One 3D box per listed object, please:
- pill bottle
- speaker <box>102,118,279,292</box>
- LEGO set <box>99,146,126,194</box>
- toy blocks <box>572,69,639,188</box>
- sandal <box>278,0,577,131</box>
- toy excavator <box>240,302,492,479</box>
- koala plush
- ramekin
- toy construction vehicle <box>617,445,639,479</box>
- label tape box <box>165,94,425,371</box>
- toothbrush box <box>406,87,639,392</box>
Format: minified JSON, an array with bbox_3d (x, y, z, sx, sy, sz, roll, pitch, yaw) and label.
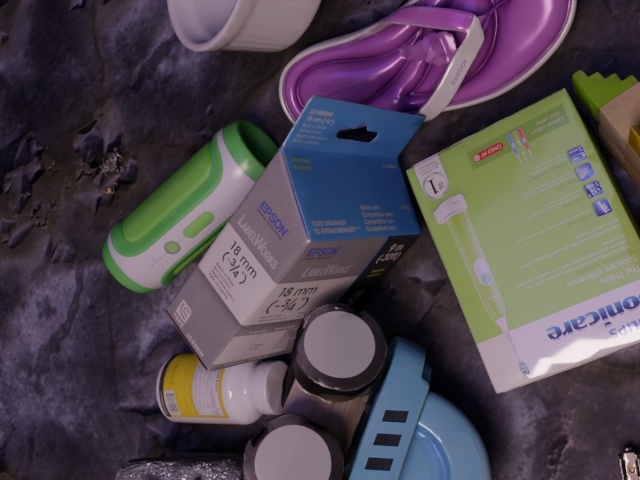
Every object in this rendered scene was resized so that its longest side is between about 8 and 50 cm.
[{"bbox_3d":[-0.136,0.211,1.077,0.184,0.103,0.103,-6,82,28],"label":"pill bottle"},{"bbox_3d":[-0.189,-0.046,1.118,0.296,0.131,0.131,-38,69,21],"label":"speaker"},{"bbox_3d":[-0.358,-0.119,1.276,0.054,0.023,0.083,-10,80,28],"label":"LEGO set"},{"bbox_3d":[0.475,-0.083,0.742,0.261,0.191,0.381,-34,69,10],"label":"toy blocks"},{"bbox_3d":[0.119,-0.221,0.947,0.416,0.102,0.169,-20,106,32],"label":"sandal"},{"bbox_3d":[0.115,0.342,0.844,0.445,0.222,0.433,21,61,4],"label":"toy excavator"},{"bbox_3d":[-0.151,0.406,1.023,0.203,0.196,0.221,-5,79,19],"label":"koala plush"},{"bbox_3d":[-0.102,-0.395,1.047,0.277,0.135,0.277,2,92,55],"label":"ramekin"},{"bbox_3d":[0.377,0.259,0.831,0.086,0.035,0.098,-11,83,17],"label":"toy construction vehicle"},{"bbox_3d":[0.000,0.000,0.911,0.106,0.240,0.334,51,120,24],"label":"label tape box"},{"bbox_3d":[0.256,0.005,0.868,0.206,0.122,0.283,-28,72,24],"label":"toothbrush box"}]
